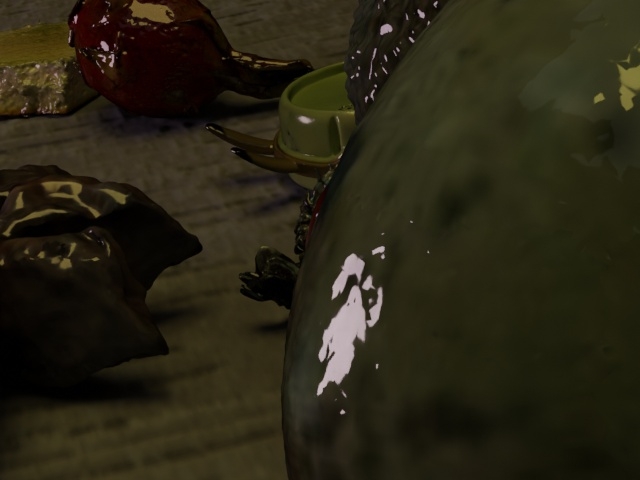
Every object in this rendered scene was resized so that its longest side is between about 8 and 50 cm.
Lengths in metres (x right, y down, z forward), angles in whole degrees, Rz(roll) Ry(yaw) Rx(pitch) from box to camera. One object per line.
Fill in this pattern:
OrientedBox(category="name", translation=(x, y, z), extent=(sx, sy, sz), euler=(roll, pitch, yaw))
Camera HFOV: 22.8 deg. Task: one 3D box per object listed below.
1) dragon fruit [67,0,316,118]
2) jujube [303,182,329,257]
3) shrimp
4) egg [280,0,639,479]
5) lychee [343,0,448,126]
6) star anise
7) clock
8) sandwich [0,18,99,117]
OrientedBox(category="dragon fruit", translation=(-0.112, -0.162, 1.408), extent=(0.246, 0.125, 0.125), euler=(15, 58, 6))
OrientedBox(category="jujube", translation=(0.085, 0.014, 0.879), extent=(0.155, 0.155, 0.230), euler=(-27, 23, -36))
OrientedBox(category="shrimp", translation=(0.003, 0.004, 1.060), extent=(0.082, 0.076, 0.174), euler=(-43, 7, 36))
OrientedBox(category="egg", translation=(0.181, 0.015, 0.597), extent=(0.428, 0.345, 0.345), euler=(-32, 29, -12))
OrientedBox(category="lychee", translation=(0.143, -0.133, 1.049), extent=(0.274, 0.255, 0.255), euler=(24, 17, -16))
OrientedBox(category="star anise", translation=(-0.234, 0.029, 0.998), extent=(0.331, 0.118, 0.332), euler=(-5, 28, 3))
OrientedBox(category="clock", translation=(0.034, -0.090, 1.229), extent=(0.232, 0.069, 0.170), euler=(-15, 24, -13))
OrientedBox(category="sandwich", translation=(-0.246, -0.169, 1.535), extent=(0.193, 0.058, 0.162), euler=(-11, 25, -9))
